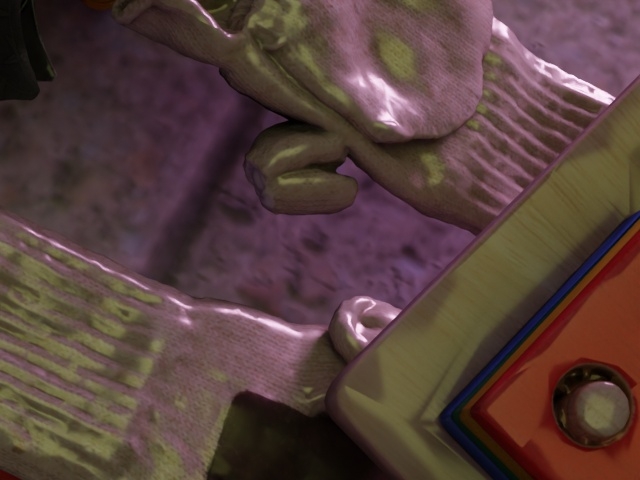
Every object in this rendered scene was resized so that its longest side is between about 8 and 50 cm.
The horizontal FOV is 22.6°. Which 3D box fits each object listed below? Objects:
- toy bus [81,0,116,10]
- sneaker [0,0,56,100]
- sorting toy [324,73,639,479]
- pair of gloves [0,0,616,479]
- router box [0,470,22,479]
[{"bbox_3d":[-0.149,-0.157,0.566,0.220,0.149,0.211,19,87,-9],"label":"toy bus"},{"bbox_3d":[-0.118,-0.131,0.485,0.089,0.051,0.170,8,107,-4],"label":"sneaker"},{"bbox_3d":[0.183,0.046,0.466,0.257,0.089,0.255,45,78,1],"label":"sorting toy"},{"bbox_3d":[0.000,0.000,0.513,0.204,0.042,0.240,35,68,-16],"label":"pair of gloves"},{"bbox_3d":[-0.262,0.118,0.475,0.335,0.082,0.301,26,69,-8],"label":"router box"}]
